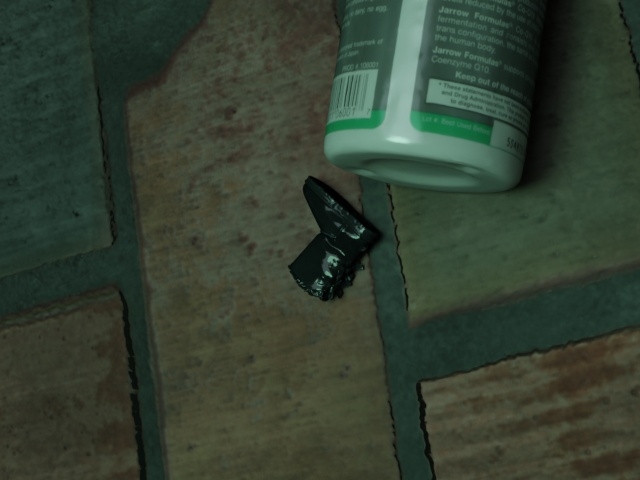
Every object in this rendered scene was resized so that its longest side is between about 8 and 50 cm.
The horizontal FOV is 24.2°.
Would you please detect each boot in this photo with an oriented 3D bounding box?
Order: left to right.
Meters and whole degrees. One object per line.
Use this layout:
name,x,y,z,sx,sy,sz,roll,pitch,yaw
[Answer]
boot,0.000,0.000,1.626,0.121,0.045,0.099,45,106,29

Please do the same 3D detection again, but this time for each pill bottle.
pill bottle,0.127,-0.241,1.507,0.204,0.204,0.361,5,82,31
